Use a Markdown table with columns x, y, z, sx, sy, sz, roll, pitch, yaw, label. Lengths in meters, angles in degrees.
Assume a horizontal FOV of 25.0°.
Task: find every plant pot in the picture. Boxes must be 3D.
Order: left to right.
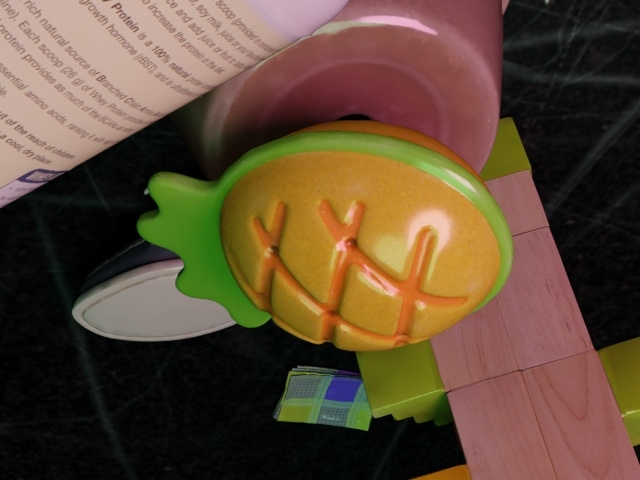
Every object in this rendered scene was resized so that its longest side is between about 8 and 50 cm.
| x | y | z | sx | sy | sz | roll | pitch | yaw | label |
| --- | --- | --- | --- | --- | --- | --- | --- | --- | --- |
| 0.004 | -0.121 | 0.788 | 0.263 | 0.229 | 0.263 | -6 | 130 | -7 | plant pot |

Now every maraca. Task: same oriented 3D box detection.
| x | y | z | sx | sy | sz | roll | pitch | yaw | label |
| --- | --- | --- | --- | --- | --- | --- | --- | --- | --- |
| 0.000 | 0.000 | 0.678 | 0.186 | 0.099 | 0.127 | -6 | 130 | 29 | maraca |

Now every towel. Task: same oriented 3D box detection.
| x | y | z | sx | sy | sz | roll | pitch | yaw | label |
| --- | --- | --- | --- | --- | --- | --- | --- | --- | --- |
| 0.007 | 0.126 | 1.138 | 0.083 | 0.009 | 0.060 | 9 | 127 | -17 | towel |

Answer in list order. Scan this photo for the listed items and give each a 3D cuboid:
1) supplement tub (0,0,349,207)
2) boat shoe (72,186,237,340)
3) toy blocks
| x | y | z | sx | sy | sz | roll | pitch | yaw | label |
| --- | --- | --- | --- | --- | --- | --- | --- | --- | --- |
| -0.127 | -0.151 | 0.594 | 0.325 | 0.235 | 0.235 | -28 | 129 | 11 | supplement tub |
| -0.059 | -0.004 | 0.968 | 0.255 | 0.079 | 0.095 | -25 | 145 | 27 | boat shoe |
| 0.148 | 0.148 | 0.986 | 0.191 | 0.381 | 0.261 | -17 | 146 | 3 | toy blocks |
